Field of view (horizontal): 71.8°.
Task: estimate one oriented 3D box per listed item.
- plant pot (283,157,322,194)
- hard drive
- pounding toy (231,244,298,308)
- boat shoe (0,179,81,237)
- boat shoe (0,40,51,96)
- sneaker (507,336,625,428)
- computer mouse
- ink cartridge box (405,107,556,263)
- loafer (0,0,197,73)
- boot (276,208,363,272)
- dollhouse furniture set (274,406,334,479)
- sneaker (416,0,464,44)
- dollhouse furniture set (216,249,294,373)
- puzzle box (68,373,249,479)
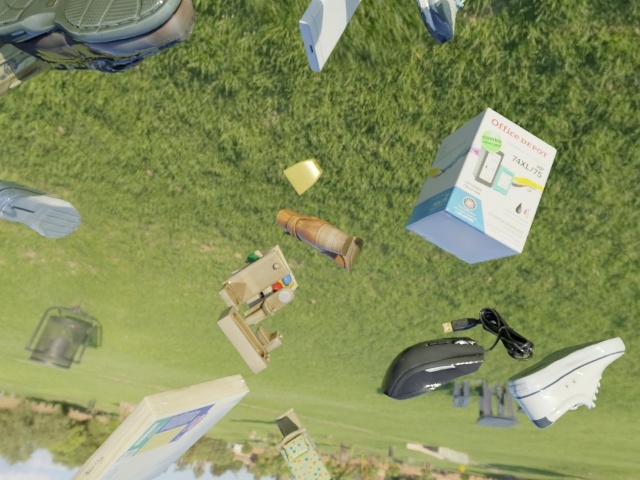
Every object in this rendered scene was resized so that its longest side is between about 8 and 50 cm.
[{"bbox_3d":[-0.042,-0.187,1.238,0.083,0.081,0.081,-32,99,14],"label":"plant pot"},{"bbox_3d":[0.043,-0.812,1.557,0.047,0.352,0.233,23,167,16],"label":"hard drive"},{"bbox_3d":[-0.119,0.073,0.974,0.100,0.130,0.141,-18,104,26],"label":"pounding toy"},{"bbox_3d":[-0.547,-0.069,0.848,0.076,0.083,0.226,41,169,7],"label":"boat shoe"},{"bbox_3d":[-0.409,-0.171,0.488,0.105,0.285,0.089,29,146,7],"label":"boat shoe"},{"bbox_3d":[0.430,0.238,0.755,0.258,0.091,0.094,-15,165,-22],"label":"sneaker"},{"bbox_3d":[0.222,0.184,0.795,0.262,0.184,0.060,-21,101,7],"label":"computer mouse"},{"bbox_3d":[0.368,-0.117,1.032,0.198,0.269,0.197,28,165,-8],"label":"ink cartridge box"},{"bbox_3d":[-0.215,-0.210,0.438,0.268,0.096,0.084,14,162,28],"label":"loafer"},{"bbox_3d":[0.000,0.000,1.302,0.220,0.108,0.283,24,178,20],"label":"boot"},{"bbox_3d":[-0.079,0.394,0.755,0.182,0.161,0.101,47,162,41],"label":"dollhouse furniture set"},{"bbox_3d":[0.231,-0.483,0.762,0.122,0.282,0.110,-2,171,29],"label":"sneaker"},{"bbox_3d":[-0.100,0.123,0.807,0.123,0.151,0.144,-33,101,5],"label":"dollhouse furniture set"},{"bbox_3d":[-0.379,0.461,1.008,0.409,0.052,0.272,-46,153,19],"label":"puzzle box"}]
